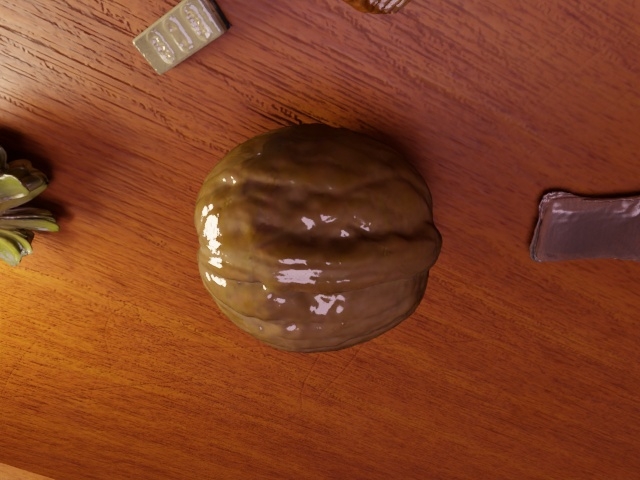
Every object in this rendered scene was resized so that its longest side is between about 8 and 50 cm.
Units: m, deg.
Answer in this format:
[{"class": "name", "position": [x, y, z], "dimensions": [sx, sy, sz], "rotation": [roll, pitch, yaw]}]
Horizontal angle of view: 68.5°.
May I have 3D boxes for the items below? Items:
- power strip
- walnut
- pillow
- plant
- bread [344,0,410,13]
[{"class": "power strip", "position": [-0.181, -0.266, 0.606], "dimensions": [0.123, 0.032, 0.056], "rotation": [-21, 121, 25]}, {"class": "walnut", "position": [0.000, 0.000, 0.636], "dimensions": [0.332, 0.333, 0.333], "rotation": [5, 130, 6]}, {"class": "pillow", "position": [0.431, -0.017, 0.707], "dimensions": [0.211, 0.034, 0.135], "rotation": [-1, 125, 8]}, {"class": "plant", "position": [-0.623, -0.063, 0.755], "dimensions": [0.261, 0.297, 0.306], "rotation": [51, 143, 7]}, {"class": "bread", "position": [0.030, -0.303, 0.435], "dimensions": [0.199, 0.199, 0.104], "rotation": [37, 130, -20]}]
